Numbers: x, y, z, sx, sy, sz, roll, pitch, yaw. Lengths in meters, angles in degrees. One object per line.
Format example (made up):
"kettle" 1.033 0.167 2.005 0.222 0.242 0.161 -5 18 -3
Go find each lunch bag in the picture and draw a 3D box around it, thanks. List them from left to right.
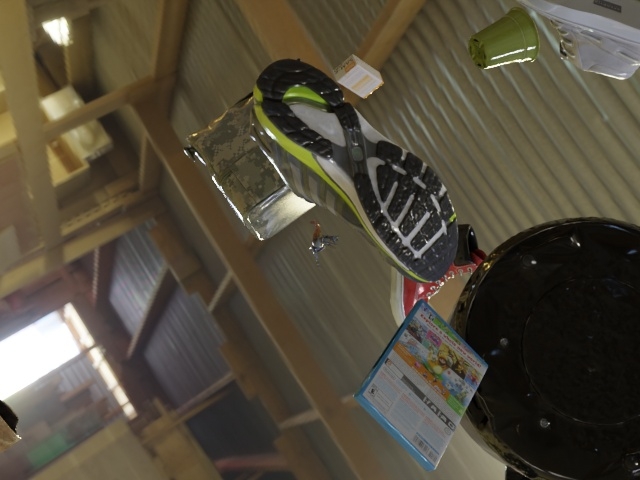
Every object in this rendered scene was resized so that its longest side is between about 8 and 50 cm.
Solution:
"lunch bag" -0.088 -0.192 1.522 0.256 0.305 0.212 51 -5 16

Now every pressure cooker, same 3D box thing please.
"pressure cooker" 0.362 0.171 1.144 0.375 0.370 0.420 54 -3 13

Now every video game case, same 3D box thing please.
"video game case" 0.119 0.160 0.877 0.119 0.166 0.015 45 -41 -5

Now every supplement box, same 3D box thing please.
"supplement box" 0.085 -0.366 1.715 0.062 0.098 0.036 -35 -127 28

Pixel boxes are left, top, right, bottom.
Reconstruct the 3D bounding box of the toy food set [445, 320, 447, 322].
"toy food set" 0.368 0.248 1.709 0.192 0.132 0.038 64 13 -3

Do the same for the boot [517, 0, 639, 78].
"boot" 0.392 -0.330 1.194 0.258 0.095 0.123 23 -33 2

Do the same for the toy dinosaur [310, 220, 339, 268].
"toy dinosaur" 0.000 0.000 1.322 0.082 0.047 0.090 -1 -64 62

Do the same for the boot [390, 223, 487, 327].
"boot" 0.227 0.079 1.453 0.176 0.088 0.244 7 -64 24

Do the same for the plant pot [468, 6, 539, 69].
"plant pot" 0.261 -0.286 1.118 0.083 0.079 0.083 60 -13 23

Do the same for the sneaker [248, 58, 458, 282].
"sneaker" 0.035 -0.068 0.871 0.300 0.111 0.121 48 -23 -3

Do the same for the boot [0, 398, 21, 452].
"boot" -0.533 0.224 1.085 0.305 0.115 0.112 72 -3 -50
